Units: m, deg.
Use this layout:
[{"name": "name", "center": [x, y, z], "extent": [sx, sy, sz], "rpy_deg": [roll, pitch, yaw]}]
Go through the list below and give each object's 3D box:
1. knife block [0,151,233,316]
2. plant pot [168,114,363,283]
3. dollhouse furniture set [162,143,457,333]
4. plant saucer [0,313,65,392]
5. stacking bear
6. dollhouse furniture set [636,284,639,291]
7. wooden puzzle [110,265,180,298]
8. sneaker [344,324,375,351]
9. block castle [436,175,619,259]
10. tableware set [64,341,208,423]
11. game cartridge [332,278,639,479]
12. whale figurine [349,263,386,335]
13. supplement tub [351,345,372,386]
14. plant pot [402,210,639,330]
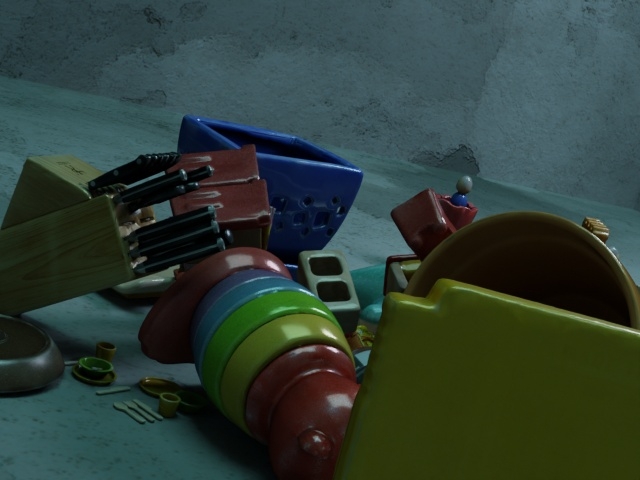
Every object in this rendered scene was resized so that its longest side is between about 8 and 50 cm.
[{"name": "knife block", "center": [-0.227, 0.019, 1.149], "extent": [0.242, 0.276, 0.088], "rpy_deg": [31, 16, 15]}, {"name": "plant pot", "center": [-0.102, -0.059, 1.696], "extent": [0.236, 0.212, 0.236], "rpy_deg": [7, 14, -33]}, {"name": "dollhouse furniture set", "center": [0.000, 0.000, 1.310], "extent": [0.374, 0.201, 0.152], "rpy_deg": [-5, 39, -10]}, {"name": "plant saucer", "center": [-0.345, 0.108, 1.083], "extent": [0.168, 0.029, 0.168], "rpy_deg": [12, 13, -3]}, {"name": "stacking bear", "center": [-0.036, 0.140, 1.055], "extent": [0.175, 0.164, 0.289], "rpy_deg": [26, 12, -38]}, {"name": "dollhouse furniture set", "center": [0.689, 0.141, 1.968], "extent": [0.123, 0.144, 0.151], "rpy_deg": [12, -23, -20]}, {"name": "wooden puzzle", "center": [-0.257, 0.037, 1.498], "extent": [0.238, 0.044, 0.221], "rpy_deg": [20, 13, 38]}, {"name": "sneaker", "center": [0.052, 0.147, 1.334], "extent": [0.064, 0.067, 0.175], "rpy_deg": [6, 17, -43]}, {"name": "block castle", "center": [0.339, 0.039, 1.818], "extent": [0.303, 0.213, 0.453], "rpy_deg": [16, 12, 0]}, {"name": "tableware set", "center": [-0.196, 0.147, 1.124], "extent": [0.154, 0.024, 0.104], "rpy_deg": [25, 15, 37]}, {"name": "game cartridge", "center": [0.135, 0.205, 0.592], "extent": [0.285, 0.324, 0.052], "rpy_deg": [16, 1, -3]}, {"name": "whale figurine", "center": [0.110, 0.078, 1.525], "extent": [0.272, 0.141, 0.216], "rpy_deg": [20, 14, 22]}, {"name": "supplement tub", "center": [0.080, 0.191, 1.086], "extent": [0.106, 0.106, 0.198], "rpy_deg": [10, 13, -24]}, {"name": "plant pot", "center": [0.255, 0.132, 1.226], "extent": [0.290, 0.291, 0.203], "rpy_deg": [25, 0, 37]}]
